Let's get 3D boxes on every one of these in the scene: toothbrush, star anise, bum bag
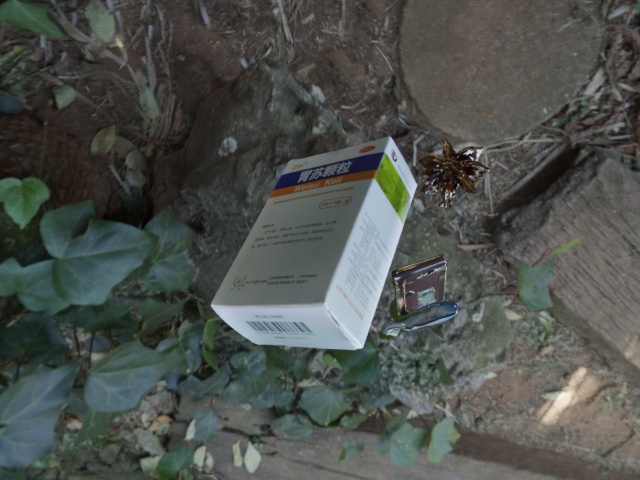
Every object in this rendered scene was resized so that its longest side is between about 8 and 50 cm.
[{"bbox_3d":[0.187,0.160,0.964,0.042,0.413,0.035,11,74,-4],"label":"toothbrush"},{"bbox_3d":[0.284,-0.153,1.050,0.168,0.168,0.057,-39,149,16],"label":"star anise"},{"bbox_3d":[0.196,0.091,0.958,0.109,0.026,0.159,-18,142,-3],"label":"bum bag"}]

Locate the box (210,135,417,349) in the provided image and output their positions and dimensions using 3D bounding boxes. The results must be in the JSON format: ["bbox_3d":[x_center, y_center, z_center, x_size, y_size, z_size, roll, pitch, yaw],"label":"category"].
[{"bbox_3d":[0.000,0.000,0.702,0.200,0.299,0.106,-6,137,37],"label":"box"}]
